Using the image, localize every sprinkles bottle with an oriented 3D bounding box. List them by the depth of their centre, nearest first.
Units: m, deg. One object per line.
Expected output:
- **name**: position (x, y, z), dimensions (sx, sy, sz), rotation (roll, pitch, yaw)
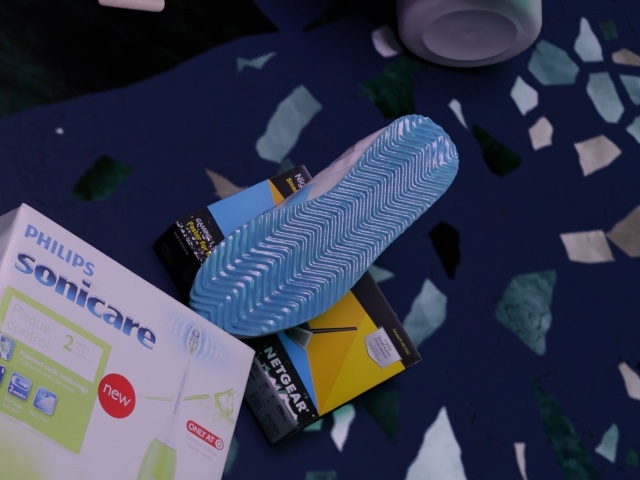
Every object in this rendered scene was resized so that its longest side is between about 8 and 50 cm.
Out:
- **sprinkles bottle**: position (0.124, -0.328, 1.719), dimensions (0.121, 0.121, 0.355), rotation (14, 60, -25)

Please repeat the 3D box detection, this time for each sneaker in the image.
- **sneaker**: position (0.000, 0.000, 1.450), dimensions (0.229, 0.092, 0.087), rotation (-35, 89, -19)

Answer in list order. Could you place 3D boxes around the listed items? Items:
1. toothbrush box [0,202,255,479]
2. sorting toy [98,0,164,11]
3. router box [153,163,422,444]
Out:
- **toothbrush box**: position (-0.183, 0.155, 1.272), dimensions (0.206, 0.122, 0.283), rotation (35, 51, -28)
- **sorting toy**: position (-0.163, -0.213, 1.560), dimensions (0.083, 0.012, 0.062), rotation (4, 65, -30)
- **router box**: position (-0.024, 0.046, 1.492), dimensions (0.133, 0.046, 0.179), rotation (-26, 81, -37)
